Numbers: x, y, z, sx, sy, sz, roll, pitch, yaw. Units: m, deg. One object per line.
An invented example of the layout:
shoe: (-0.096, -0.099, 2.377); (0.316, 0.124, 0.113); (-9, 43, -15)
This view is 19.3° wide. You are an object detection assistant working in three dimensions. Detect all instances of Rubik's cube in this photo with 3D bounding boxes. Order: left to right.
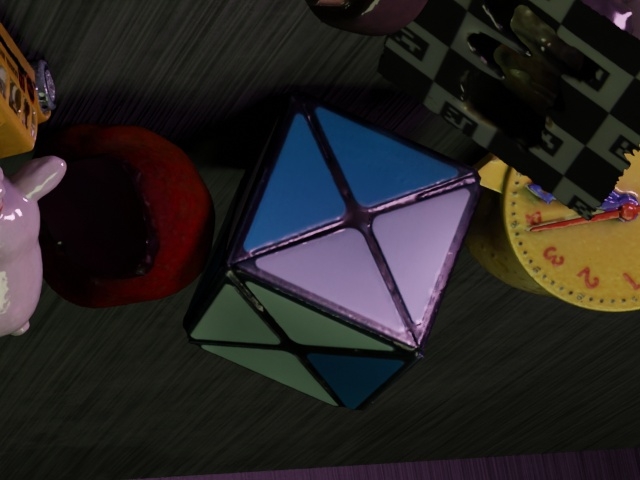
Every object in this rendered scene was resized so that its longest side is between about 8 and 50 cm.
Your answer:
Rubik's cube: (0.011, 0.019, 2.137); (0.246, 0.248, 0.250); (23, 154, -7)

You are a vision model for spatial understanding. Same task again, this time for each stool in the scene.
stool: (0.052, -0.266, 1.679); (0.217, 0.125, 0.121); (-36, 147, 33)

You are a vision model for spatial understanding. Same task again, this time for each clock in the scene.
clock: (0.343, -0.046, 2.149); (0.293, 0.071, 0.277); (39, 107, -18)

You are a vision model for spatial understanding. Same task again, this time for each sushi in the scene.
sushi: (0.227, -0.202, 1.897); (0.296, 0.100, 0.373); (36, 160, 8)

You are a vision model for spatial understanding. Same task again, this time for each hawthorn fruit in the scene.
hawthorn fruit: (-0.216, -0.031, 2.081); (0.215, 0.215, 0.249); (-25, 169, 36)

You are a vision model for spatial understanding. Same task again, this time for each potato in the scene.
potato: (0.295, -0.030, 2.310); (0.242, 0.243, 0.285); (-1, 175, -23)

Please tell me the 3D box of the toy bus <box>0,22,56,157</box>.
toy bus: (-0.344, -0.158, 1.781); (0.121, 0.123, 0.335); (-11, 160, 4)

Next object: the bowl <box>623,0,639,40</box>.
bowl: (0.380, -0.213, 1.979); (0.211, 0.112, 0.211); (-8, 159, -3)

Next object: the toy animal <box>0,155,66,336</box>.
toy animal: (-0.349, -0.018, 1.933); (0.140, 0.138, 0.282); (-40, 154, -36)
